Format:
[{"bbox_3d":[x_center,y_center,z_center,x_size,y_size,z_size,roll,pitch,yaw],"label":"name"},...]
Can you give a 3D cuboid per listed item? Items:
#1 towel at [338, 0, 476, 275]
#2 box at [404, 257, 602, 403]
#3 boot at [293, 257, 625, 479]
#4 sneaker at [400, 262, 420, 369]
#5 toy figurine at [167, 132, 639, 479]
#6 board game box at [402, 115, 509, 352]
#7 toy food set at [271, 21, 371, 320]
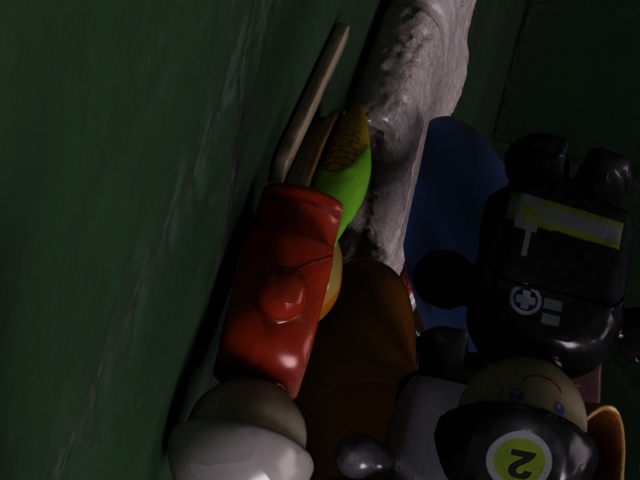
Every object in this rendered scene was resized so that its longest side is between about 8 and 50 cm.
[{"bbox_3d":[0.053,-0.070,1.238,0.282,0.049,0.187,96,12,-60],"label":"towel"},{"bbox_3d":[0.128,0.209,1.644,0.143,0.191,0.381,76,18,-82],"label":"box"},{"bbox_3d":[0.070,0.106,1.053,0.104,0.211,0.295,47,43,-29],"label":"boot"},{"bbox_3d":[0.057,0.087,1.492,0.225,0.093,0.088,96,12,-58],"label":"sneaker"},{"bbox_3d":[0.067,0.073,0.826,0.209,0.213,0.148,41,51,-42],"label":"toy figurine"},{"bbox_3d":[0.096,0.009,1.123,0.168,0.033,0.133,100,-30,-43],"label":"board game box"},{"bbox_3d":[0.000,0.000,0.976,0.132,0.038,0.192,-68,172,-45],"label":"toy food set"}]
